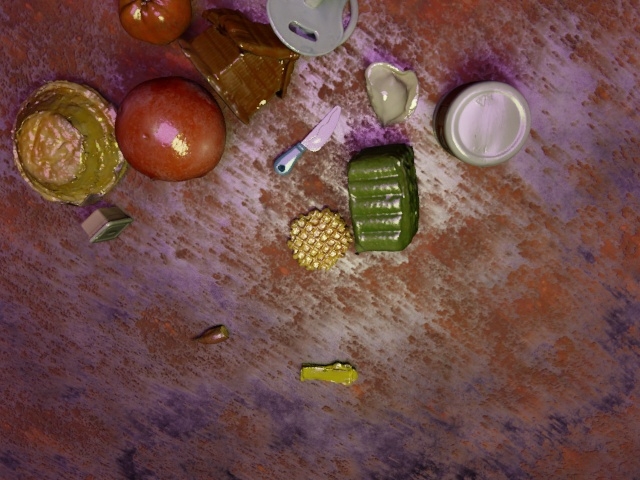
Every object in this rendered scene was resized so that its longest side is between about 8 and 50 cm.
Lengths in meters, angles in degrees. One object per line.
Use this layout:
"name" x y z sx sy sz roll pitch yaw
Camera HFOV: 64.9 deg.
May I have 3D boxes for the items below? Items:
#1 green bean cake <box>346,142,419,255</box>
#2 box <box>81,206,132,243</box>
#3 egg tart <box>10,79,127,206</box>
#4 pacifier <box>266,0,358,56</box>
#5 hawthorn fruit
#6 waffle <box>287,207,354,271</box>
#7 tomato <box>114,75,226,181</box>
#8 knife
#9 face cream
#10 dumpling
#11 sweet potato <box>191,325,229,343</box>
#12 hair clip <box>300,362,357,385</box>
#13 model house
"green bean cake" 0.164 -0.111 1.265 0.156 0.250 0.247 -3 106 15
"box" -0.589 -0.045 1.380 0.089 0.122 0.062 -41 90 12
"egg tart" -0.672 -0.245 1.316 0.341 0.132 0.341 1 107 2
"pacifier" 0.010 -0.571 1.150 0.238 0.226 0.287 19 86 -23
"hawthorn fruit" -0.395 -0.553 1.199 0.189 0.189 0.189 0 106 1
"waffle" -0.005 -0.002 1.417 0.191 0.038 0.191 0 106 1
"tomato" -0.358 -0.275 1.228 0.264 0.265 0.265 0 106 1
"knife" -0.027 -0.263 1.354 0.244 0.032 0.058 -40 99 7
"face cream" 0.392 -0.291 1.248 0.201 0.187 0.201 0 106 1
"dumpling" 0.188 -0.379 1.274 0.134 0.100 0.169 -23 105 4
"sweet potato" -0.332 0.289 1.503 0.117 0.049 0.049 -15 105 5
"hair clip" 0.027 0.406 1.529 0.173 0.046 0.072 -1 109 3
"model house" -0.188 -0.448 1.236 0.229 0.219 0.199 -35 60 4
